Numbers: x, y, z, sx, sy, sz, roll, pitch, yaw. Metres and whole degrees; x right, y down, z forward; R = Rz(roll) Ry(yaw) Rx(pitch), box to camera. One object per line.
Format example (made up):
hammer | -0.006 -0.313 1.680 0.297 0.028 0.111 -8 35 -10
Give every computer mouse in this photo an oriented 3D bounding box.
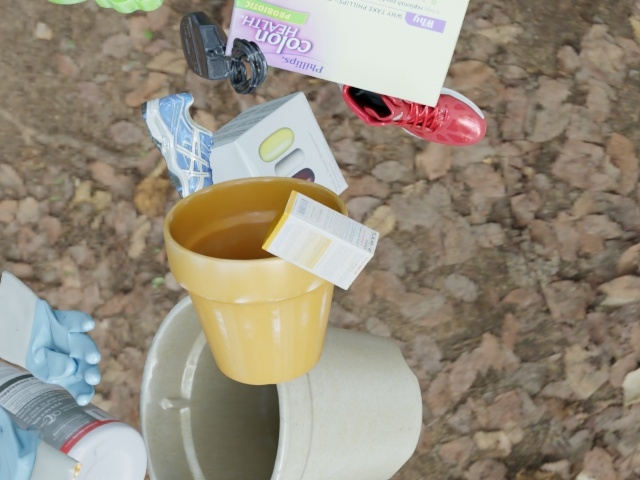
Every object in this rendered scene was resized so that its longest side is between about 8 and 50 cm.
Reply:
computer mouse | -0.090 -0.187 1.068 0.242 0.041 0.071 -143 41 -62

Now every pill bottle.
pill bottle | -0.395 0.282 1.522 0.283 0.161 0.161 20 103 34

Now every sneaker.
sneaker | -0.195 -0.126 1.652 0.081 0.080 0.211 -24 108 2
sneaker | 0.122 -0.165 1.460 0.221 0.128 0.087 19 117 -5

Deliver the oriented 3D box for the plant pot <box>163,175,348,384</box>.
plant pot | -0.067 0.053 1.245 0.205 0.205 0.188 13 123 27

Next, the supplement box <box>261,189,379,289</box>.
supplement box | 0.000 0.000 1.078 0.098 0.036 0.062 27 135 -9

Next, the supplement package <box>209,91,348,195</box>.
supplement package | -0.095 -0.116 1.863 0.149 0.203 0.194 -12 112 42

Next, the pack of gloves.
pack of gloves | -0.243 0.146 0.974 0.232 0.046 0.195 16 95 53

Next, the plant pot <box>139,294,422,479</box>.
plant pot | -0.038 0.241 1.526 0.334 0.305 0.334 -7 81 48

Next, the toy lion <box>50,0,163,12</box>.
toy lion | -0.125 -0.170 0.627 0.100 0.034 0.096 -29 75 -1

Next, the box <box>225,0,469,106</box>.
box | 0.041 -0.280 1.029 0.213 0.117 0.243 13 122 -2
